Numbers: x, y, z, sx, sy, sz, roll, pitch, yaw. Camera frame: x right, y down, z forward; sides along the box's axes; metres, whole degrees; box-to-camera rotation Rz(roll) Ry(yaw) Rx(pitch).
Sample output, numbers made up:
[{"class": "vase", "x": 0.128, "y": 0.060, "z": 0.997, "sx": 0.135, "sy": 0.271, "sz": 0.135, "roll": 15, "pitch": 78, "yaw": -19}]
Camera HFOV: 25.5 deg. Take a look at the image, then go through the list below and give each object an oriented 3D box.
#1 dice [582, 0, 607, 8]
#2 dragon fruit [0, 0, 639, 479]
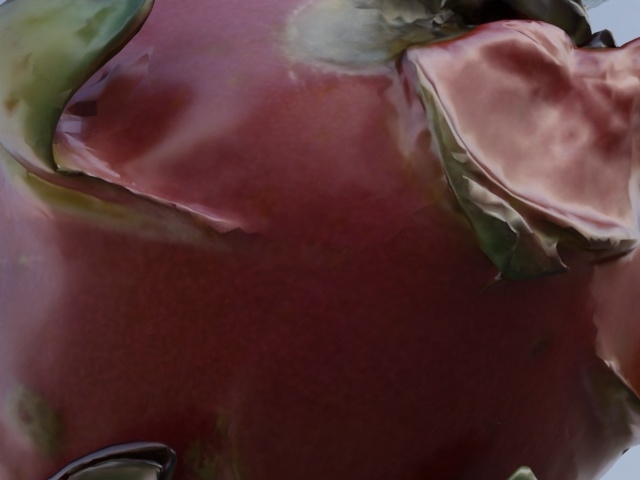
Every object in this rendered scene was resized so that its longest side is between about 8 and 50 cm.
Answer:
[{"class": "dice", "x": 0.150, "y": -0.270, "z": 0.768, "sx": 0.254, "sy": 0.252, "sz": 0.249, "roll": -26, "pitch": -91, "yaw": 16}, {"class": "dragon fruit", "x": 0.000, "y": 0.000, "z": 0.515, "sx": 0.306, "sy": 0.305, "sz": 0.225, "roll": -3, "pitch": -32, "yaw": -29}]
